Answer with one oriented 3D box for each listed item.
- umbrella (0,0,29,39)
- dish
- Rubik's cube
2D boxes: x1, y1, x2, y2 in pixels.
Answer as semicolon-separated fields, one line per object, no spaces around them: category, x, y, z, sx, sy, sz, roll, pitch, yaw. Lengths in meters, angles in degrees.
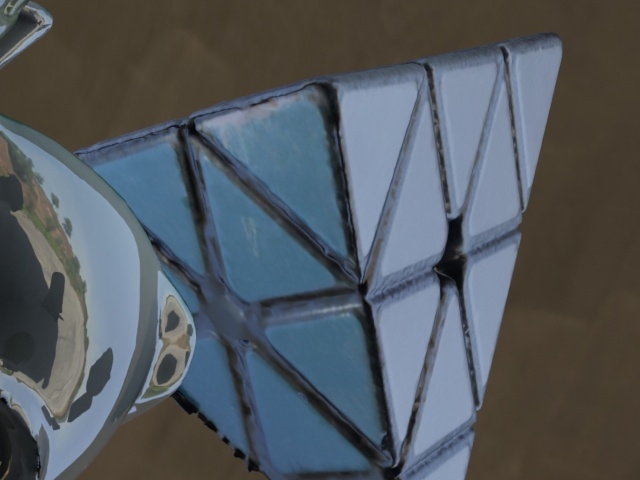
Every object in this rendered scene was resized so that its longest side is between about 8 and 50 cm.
umbrella;-0.052;-0.081;0.387;0.143;0.062;0.067;-45;-32;-22
dish;-0.143;0.038;0.634;0.224;0.078;0.246;3;-49;-16
Rubik's cube;-0.001;0.000;0.921;0.228;0.228;0.233;24;-64;-30
